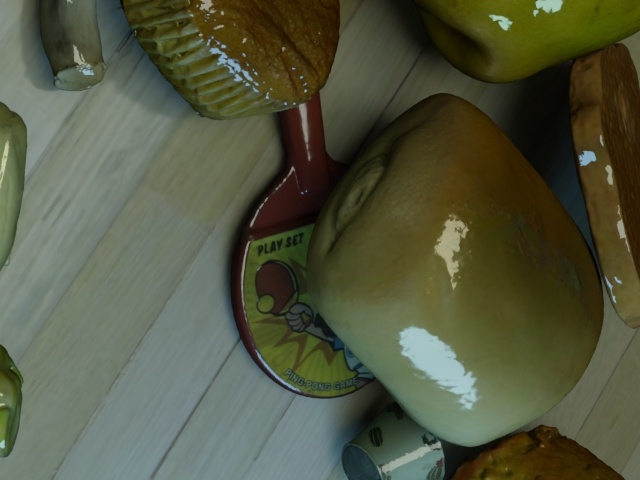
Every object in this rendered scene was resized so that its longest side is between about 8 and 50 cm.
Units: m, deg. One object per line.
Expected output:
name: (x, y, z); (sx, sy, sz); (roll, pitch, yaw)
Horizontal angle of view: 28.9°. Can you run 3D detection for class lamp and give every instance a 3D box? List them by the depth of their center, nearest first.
lamp: (0.134, 0.259, 1.619); (0.214, 0.121, 0.121); (-22, 106, -35)

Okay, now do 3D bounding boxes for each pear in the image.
pear: (0.280, -0.391, 1.474); (0.418, 0.362, 0.362); (-47, 115, -1)

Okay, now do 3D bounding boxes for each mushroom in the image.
mushroom: (-0.261, -0.302, 1.352); (0.096, 0.099, 0.278); (11, 96, 15)

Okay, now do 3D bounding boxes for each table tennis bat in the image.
table tennis bat: (0.000, 0.000, 1.555); (0.268, 0.051, 0.415); (-17, 106, -29)

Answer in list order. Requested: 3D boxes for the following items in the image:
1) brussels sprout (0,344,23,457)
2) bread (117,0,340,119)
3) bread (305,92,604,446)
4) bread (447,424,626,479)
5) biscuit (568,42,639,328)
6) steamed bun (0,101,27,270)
brussels sprout: (-0.414, 0.157, 1.265); (0.223, 0.223, 0.161); (4, 78, -28)
bread: (-0.092, -0.259, 1.386); (0.253, 0.142, 0.227); (45, 54, -37)
bread: (0.172, 0.036, 1.482); (0.376, 0.253, 0.348); (49, 55, -28)
bread: (0.271, 0.433, 1.634); (0.337, 0.204, 0.358); (41, 79, -40)
biscuit: (0.392, -0.076, 1.631); (0.385, 0.062, 0.365); (-45, 120, -62)
steamed bun: (-0.443, -0.056, 1.248); (0.273, 0.166, 0.232); (3, 107, -23)
